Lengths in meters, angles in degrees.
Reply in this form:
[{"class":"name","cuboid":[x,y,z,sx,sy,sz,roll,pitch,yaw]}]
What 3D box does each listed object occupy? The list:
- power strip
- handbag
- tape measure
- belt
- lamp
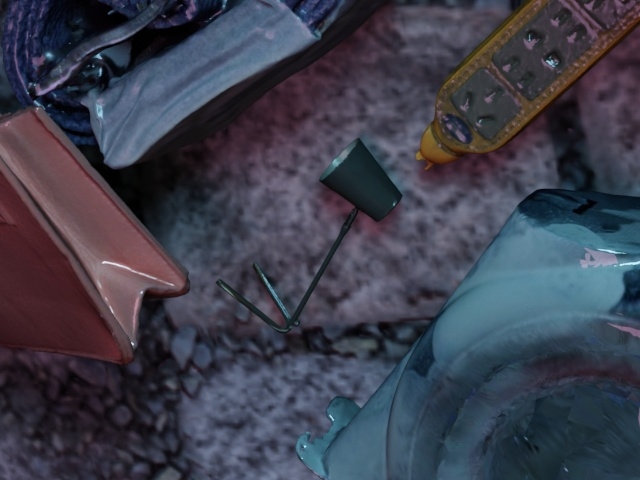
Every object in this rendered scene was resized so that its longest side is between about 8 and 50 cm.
[{"class":"power strip","cuboid":[0.108,-0.092,0.977,0.049,0.028,0.178,46,124,-1]},{"class":"handbag","cuboid":[-0.183,-0.005,1.071,0.212,0.059,0.157,0,134,52]},{"class":"tape measure","cuboid":[0.159,0.105,0.974,0.275,0.147,0.256,41,121,8]},{"class":"belt","cuboid":[-0.062,-0.132,0.982,0.230,0.126,0.139,-30,96,32]},{"class":"lamp","cuboid":[0.001,0.000,1.067,0.054,0.041,0.121,43,120,-8]}]
